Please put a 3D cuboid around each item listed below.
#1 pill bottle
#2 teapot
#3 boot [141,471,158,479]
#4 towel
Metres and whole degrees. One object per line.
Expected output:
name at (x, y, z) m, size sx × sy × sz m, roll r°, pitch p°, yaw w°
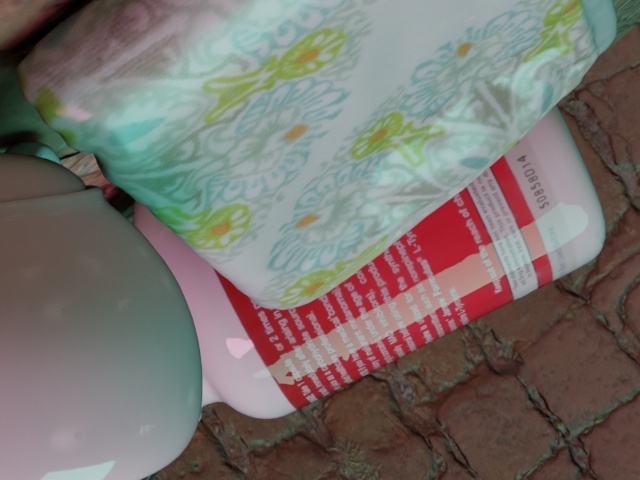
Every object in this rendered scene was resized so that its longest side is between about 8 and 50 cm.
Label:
pill bottle at (0.000, 0.000, 1.172) m, size 0.407 × 0.229 × 0.229 m, roll -27°, pitch 174°, yaw 1°
teapot at (-0.182, 0.031, 0.765) m, size 0.252 × 0.187 × 0.256 m, roll -9°, pitch -175°, yaw -36°
boot at (-0.303, 0.258, 1.334) m, size 0.367 × 0.146 × 0.445 m, roll -64°, pitch 167°, yaw 1°
towel at (0.029, -0.109, 0.886) m, size 0.320 × 0.090 × 0.374 m, roll -39°, pitch 156°, yaw 1°
